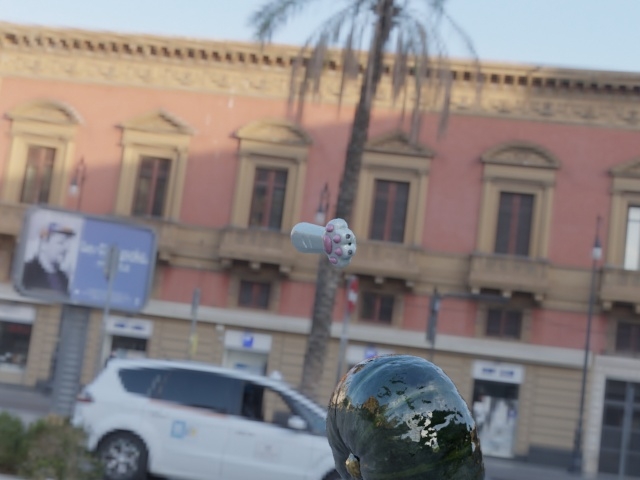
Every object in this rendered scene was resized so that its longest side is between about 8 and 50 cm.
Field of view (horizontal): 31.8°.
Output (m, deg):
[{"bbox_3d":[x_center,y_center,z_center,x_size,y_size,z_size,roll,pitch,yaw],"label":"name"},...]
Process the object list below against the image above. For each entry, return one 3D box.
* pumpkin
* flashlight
[{"bbox_3d":[0.135,0.320,1.734,0.207,0.300,0.300,-15,1,-23],"label":"pumpkin"},{"bbox_3d":[0.000,0.000,2.205,0.048,0.093,0.200,-13,11,-30],"label":"flashlight"}]
